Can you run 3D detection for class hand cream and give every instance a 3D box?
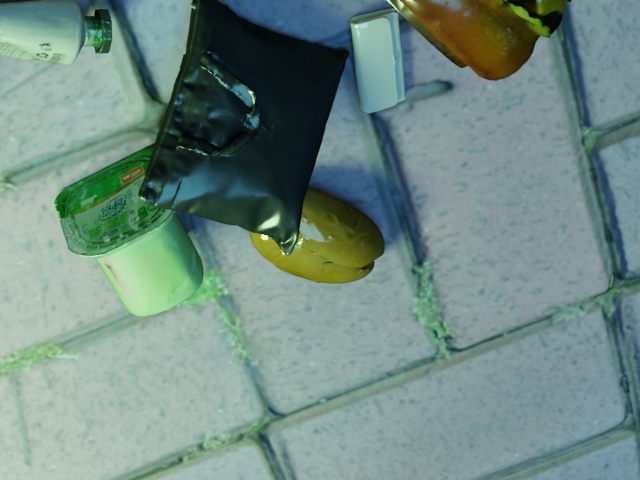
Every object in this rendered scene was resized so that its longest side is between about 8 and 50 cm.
[{"bbox_3d":[-0.392,-0.229,1.914,0.336,0.121,0.076,-1,85,-21],"label":"hand cream"}]

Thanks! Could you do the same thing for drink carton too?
[{"bbox_3d":[-0.211,0.003,2.098,0.146,0.144,0.142,-25,131,-1],"label":"drink carton"}]

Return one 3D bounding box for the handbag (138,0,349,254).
[{"bbox_3d":[-0.087,-0.134,2.038,0.211,0.089,0.254,20,81,-27],"label":"handbag"}]

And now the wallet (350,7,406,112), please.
[{"bbox_3d":[0.070,-0.213,2.118,0.061,0.025,0.122,-18,125,-15],"label":"wallet"}]

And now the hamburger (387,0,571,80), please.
[{"bbox_3d":[0.161,-0.347,1.884,0.250,0.330,0.330,-44,124,10],"label":"hamburger"}]

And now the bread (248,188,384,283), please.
[{"bbox_3d":[0.000,0.000,2.202,0.189,0.077,0.114,22,108,-26],"label":"bread"}]
